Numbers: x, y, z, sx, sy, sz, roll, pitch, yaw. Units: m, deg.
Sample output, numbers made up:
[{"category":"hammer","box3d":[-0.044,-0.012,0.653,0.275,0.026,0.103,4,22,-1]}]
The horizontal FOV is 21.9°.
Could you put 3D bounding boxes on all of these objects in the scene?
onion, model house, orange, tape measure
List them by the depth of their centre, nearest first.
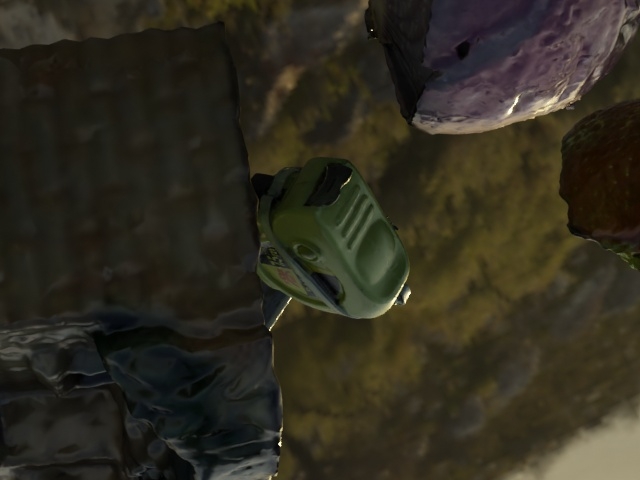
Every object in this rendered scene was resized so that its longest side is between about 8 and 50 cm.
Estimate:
[{"category":"onion","box3d":[0.106,-0.223,0.837,0.159,0.267,0.348,-7,149,-7]},{"category":"model house","box3d":[-0.255,0.056,1.303,0.400,0.395,0.445,-4,165,-8]},{"category":"orange","box3d":[0.347,-0.007,1.325,0.196,0.335,0.262,-55,138,-5]},{"category":"tape measure","box3d":[0.000,0.000,1.454,0.154,0.087,0.177,6,144,38]}]

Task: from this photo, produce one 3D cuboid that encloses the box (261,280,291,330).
[{"category":"box","box3d":[-0.269,0.061,1.754,0.396,0.396,0.111,-57,-173,-3]}]
